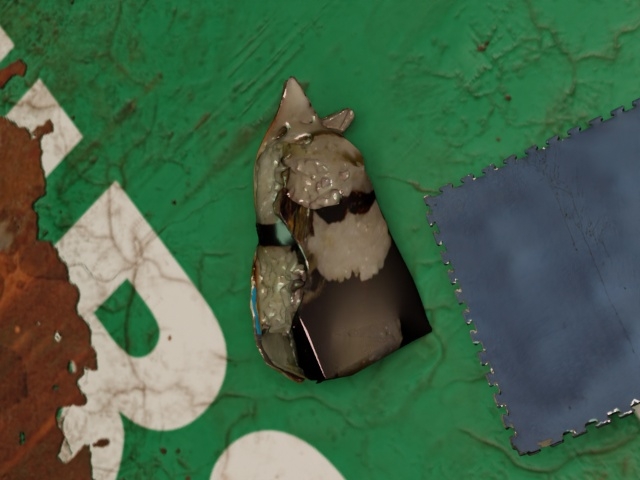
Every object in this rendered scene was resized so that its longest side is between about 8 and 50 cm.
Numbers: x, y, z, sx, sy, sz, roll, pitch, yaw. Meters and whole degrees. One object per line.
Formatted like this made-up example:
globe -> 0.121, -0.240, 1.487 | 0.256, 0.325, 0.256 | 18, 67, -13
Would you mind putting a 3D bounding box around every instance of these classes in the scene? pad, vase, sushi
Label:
pad -> 0.241, 0.018, 1.605 | 0.269, 0.012, 0.269 | -23, 60, 10
vase -> 0.265, 0.075, 1.626 | 0.219, 0.096, 0.096 | 0, 89, 24
sushi -> -0.017, -0.006, 1.764 | 0.109, 0.134, 0.272 | -23, 84, 53
